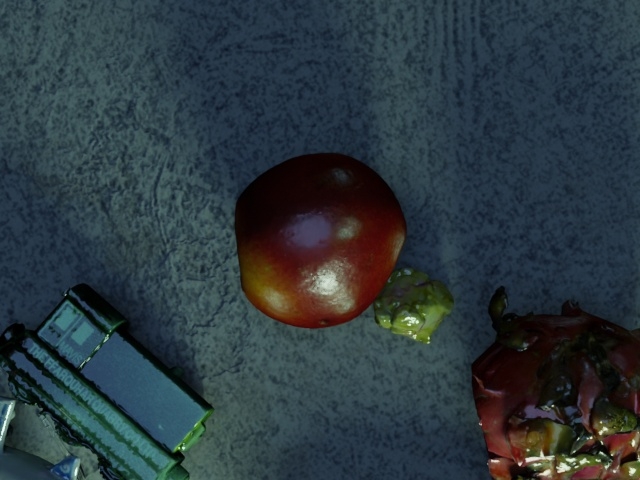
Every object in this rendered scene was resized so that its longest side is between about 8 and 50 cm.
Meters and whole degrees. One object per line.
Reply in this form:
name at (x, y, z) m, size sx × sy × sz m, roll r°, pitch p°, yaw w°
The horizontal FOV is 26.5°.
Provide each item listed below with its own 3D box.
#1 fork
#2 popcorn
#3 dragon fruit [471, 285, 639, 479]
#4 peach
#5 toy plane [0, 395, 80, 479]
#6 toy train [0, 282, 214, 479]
fork at (-0.365, 0.291, 1.918) m, size 0.016 × 0.012 × 0.115 m, roll -36°, pitch 79°, yaw -3°
popcorn at (0.126, 0.088, 1.858) m, size 0.109 × 0.089 × 0.097 m, roll -21°, pitch 56°, yaw -5°
dragon fruit at (0.343, 0.203, 1.756) m, size 0.291 × 0.250 × 0.269 m, roll -14°, pitch 66°, yaw 9°
peach at (0.000, 0.000, 1.816) m, size 0.243 × 0.199 × 0.243 m, roll 0°, pitch 89°, yaw 3°
toy plane at (-0.439, 0.338, 1.848) m, size 0.267 × 0.122 × 0.267 m, roll 1°, pitch 94°, yaw 19°
toy train at (-0.288, 0.205, 1.858) m, size 0.330 × 0.138 × 0.178 m, roll 40°, pitch 85°, yaw 5°
